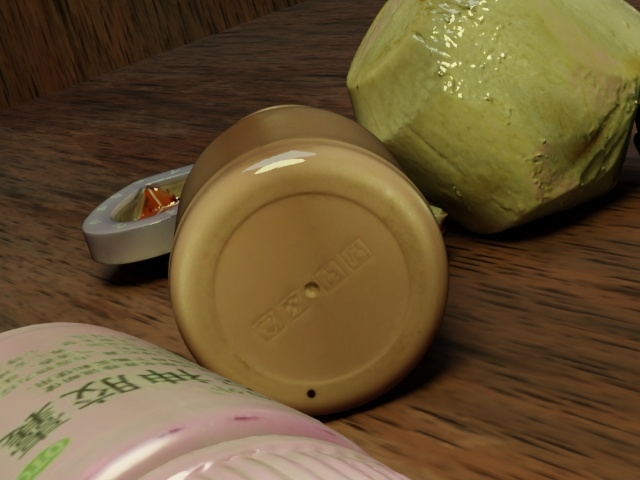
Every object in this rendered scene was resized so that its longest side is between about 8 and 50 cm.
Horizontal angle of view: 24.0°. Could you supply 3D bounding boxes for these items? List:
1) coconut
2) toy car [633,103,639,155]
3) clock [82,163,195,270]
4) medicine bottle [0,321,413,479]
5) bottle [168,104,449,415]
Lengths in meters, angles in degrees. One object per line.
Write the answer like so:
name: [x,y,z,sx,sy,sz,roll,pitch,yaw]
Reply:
coconut: [0.149,-0.118,1.180,0.241,0.241,0.241,-15,16,4]
toy car: [0.331,-0.076,1.057,0.141,0.097,0.320,-17,16,-4]
clock: [-0.129,-0.021,1.394,0.198,0.064,0.172,-25,18,-28]
medicine bottle: [-0.061,0.139,0.574,0.178,0.178,0.291,-23,17,-23]
bottle: [0.000,0.000,1.040,0.206,0.173,0.297,14,11,-8]
